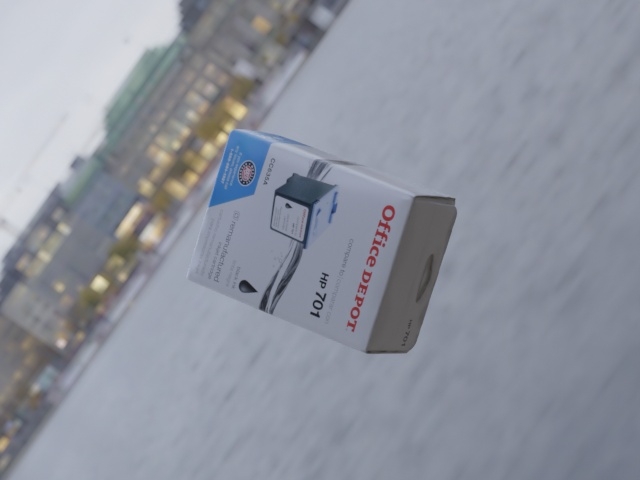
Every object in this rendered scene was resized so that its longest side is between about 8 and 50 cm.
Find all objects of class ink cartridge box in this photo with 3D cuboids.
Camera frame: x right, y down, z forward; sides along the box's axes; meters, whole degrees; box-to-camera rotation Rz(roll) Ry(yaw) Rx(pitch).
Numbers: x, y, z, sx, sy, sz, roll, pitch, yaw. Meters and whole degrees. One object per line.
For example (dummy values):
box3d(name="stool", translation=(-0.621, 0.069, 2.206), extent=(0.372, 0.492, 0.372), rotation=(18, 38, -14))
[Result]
box3d(name="ink cartridge box", translation=(0.000, 0.000, 1.507), extent=(0.082, 0.191, 0.139), rotation=(6, -77, -58))
